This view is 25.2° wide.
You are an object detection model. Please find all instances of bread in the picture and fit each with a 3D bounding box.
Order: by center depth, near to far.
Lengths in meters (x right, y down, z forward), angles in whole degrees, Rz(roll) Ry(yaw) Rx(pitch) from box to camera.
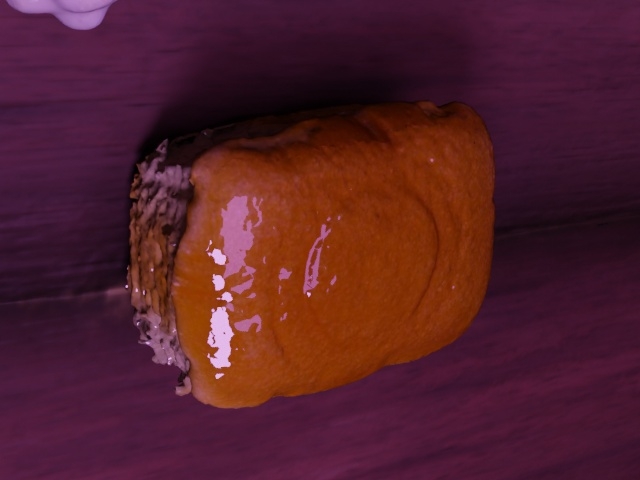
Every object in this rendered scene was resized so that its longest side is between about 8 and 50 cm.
[{"bbox_3d":[0.000,0.000,0.869,0.245,0.121,0.174,-10,118,-37],"label":"bread"}]

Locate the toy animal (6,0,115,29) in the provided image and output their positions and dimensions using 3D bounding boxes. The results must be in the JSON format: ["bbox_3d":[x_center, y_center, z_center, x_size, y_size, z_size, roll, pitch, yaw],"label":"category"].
[{"bbox_3d":[-0.138,-0.282,0.568,0.180,0.181,0.363,-35,130,-14],"label":"toy animal"}]
